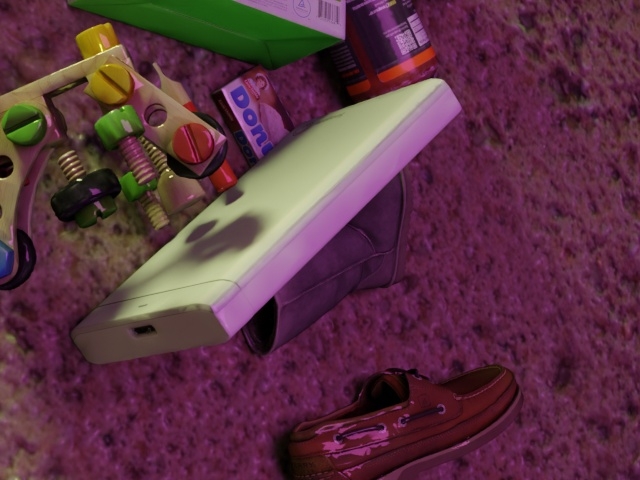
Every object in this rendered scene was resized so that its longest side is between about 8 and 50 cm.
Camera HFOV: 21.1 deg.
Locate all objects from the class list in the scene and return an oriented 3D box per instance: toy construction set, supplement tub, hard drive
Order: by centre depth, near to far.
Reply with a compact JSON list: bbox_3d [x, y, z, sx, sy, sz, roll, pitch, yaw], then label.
[{"bbox_3d":[-0.218,-0.118,1.525,0.237,0.257,0.309,60,27,4],"label":"toy construction set"},{"bbox_3d":[-0.049,-0.019,1.595,0.353,0.233,0.047,-44,108,-35],"label":"hard drive"},{"bbox_3d":[0.059,-0.216,1.849,0.106,0.106,0.198,-32,101,-42],"label":"supplement tub"}]

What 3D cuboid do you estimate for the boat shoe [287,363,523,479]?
[{"bbox_3d":[0.095,0.180,1.771,0.307,0.111,0.104,-27,98,-43],"label":"boat shoe"}]

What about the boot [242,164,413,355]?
[{"bbox_3d":[0.001,-0.001,1.744,0.208,0.076,0.189,-18,112,-38],"label":"boot"}]

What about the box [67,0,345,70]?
[{"bbox_3d":[-0.105,-0.323,1.716,0.262,0.127,0.231,13,70,-39],"label":"box"}]

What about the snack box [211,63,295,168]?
[{"bbox_3d":[-0.045,-0.089,1.778,0.064,0.022,0.178,-38,105,-38],"label":"snack box"}]
